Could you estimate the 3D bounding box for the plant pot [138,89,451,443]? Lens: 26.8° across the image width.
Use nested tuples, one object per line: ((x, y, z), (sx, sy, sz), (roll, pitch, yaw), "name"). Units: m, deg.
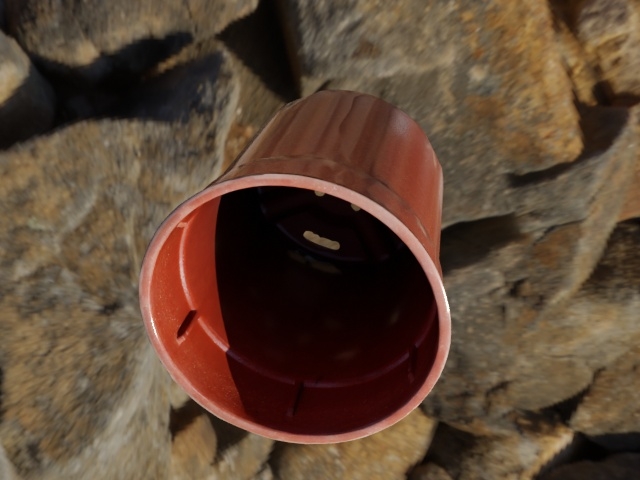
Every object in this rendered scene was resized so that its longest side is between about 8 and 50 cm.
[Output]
((0.000, 0.000, 1.252), (0.272, 0.265, 0.272), (6, 121, 9), "plant pot")
